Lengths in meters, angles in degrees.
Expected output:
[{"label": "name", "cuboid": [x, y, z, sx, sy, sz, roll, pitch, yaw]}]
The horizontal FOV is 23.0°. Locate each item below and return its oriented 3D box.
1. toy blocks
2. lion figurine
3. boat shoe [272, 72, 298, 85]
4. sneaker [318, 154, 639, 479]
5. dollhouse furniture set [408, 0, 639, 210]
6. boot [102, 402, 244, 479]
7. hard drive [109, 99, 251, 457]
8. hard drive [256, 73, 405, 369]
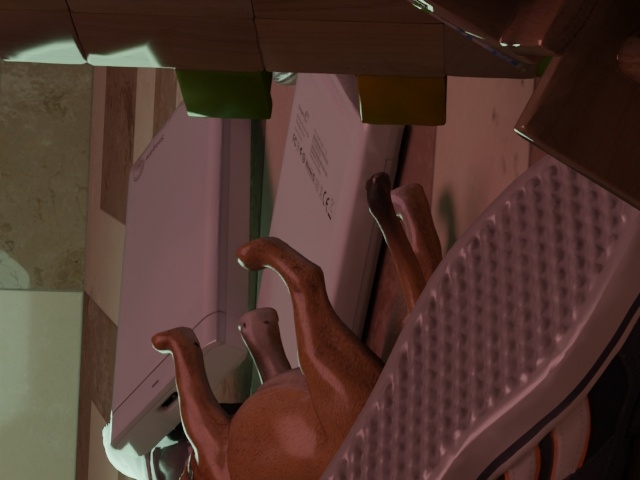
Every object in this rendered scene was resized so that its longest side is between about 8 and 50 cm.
[{"label": "toy blocks", "cuboid": [-0.021, -0.225, 0.851, 0.190, 0.381, 0.261, 81, -167, -61]}, {"label": "lion figurine", "cuboid": [-0.003, 0.133, 1.114, 0.392, 0.142, 0.240, -50, 55, 57]}, {"label": "boat shoe", "cuboid": [-0.029, -0.206, 1.341, 0.227, 0.081, 0.079, 124, 144, -61]}, {"label": "sneaker", "cuboid": [0.101, 0.098, 0.811, 0.321, 0.127, 0.126, -57, 32, 15]}, {"label": "dollhouse furniture set", "cuboid": [0.142, -0.125, 0.521, 0.242, 0.212, 0.161, -61, 18, -2]}, {"label": "boot", "cuboid": [-0.157, 0.297, 1.668, 0.338, 0.118, 0.222, 145, 124, -69]}, {"label": "hard drive", "cuboid": [-0.141, 0.013, 1.600, 0.233, 0.047, 0.353, -46, 35, 44]}, {"label": "hard drive", "cuboid": [0.000, 0.000, 1.291, 0.203, 0.040, 0.307, -114, 30, -57]}]
